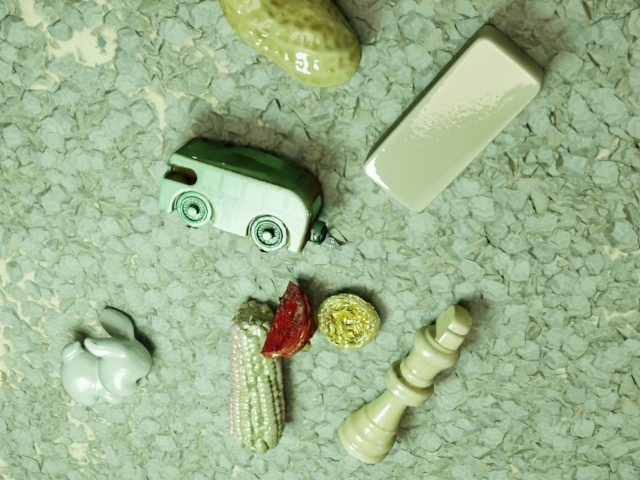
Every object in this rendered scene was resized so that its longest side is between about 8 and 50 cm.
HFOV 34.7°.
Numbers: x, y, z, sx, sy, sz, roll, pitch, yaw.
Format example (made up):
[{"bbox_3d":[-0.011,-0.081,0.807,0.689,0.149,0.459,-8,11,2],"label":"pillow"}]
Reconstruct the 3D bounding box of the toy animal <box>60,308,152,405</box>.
[{"bbox_3d":[-0.462,0.262,2.192,0.193,0.127,0.178,-32,105,31],"label":"toy animal"}]

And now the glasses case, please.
[{"bbox_3d":[0.225,-0.204,1.767,0.144,0.076,0.336,39,121,-8],"label":"glasses case"}]

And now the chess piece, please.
[{"bbox_3d":[0.176,0.278,2.040,0.117,0.117,0.397,30,120,-3],"label":"chess piece"}]

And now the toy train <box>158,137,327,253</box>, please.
[{"bbox_3d":[-0.138,-0.083,1.903,0.327,0.129,0.159,18,117,9],"label":"toy train"}]

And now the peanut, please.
[{"bbox_3d":[-0.063,-0.375,1.721,0.306,0.147,0.147,34,122,0],"label":"peanut"}]

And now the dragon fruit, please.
[{"bbox_3d":[-0.040,0.172,2.022,0.083,0.162,0.106,7,160,29],"label":"dragon fruit"}]

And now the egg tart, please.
[{"bbox_3d":[0.057,0.156,2.036,0.129,0.049,0.128,4,115,9],"label":"egg tart"}]

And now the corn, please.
[{"bbox_3d":[-0.131,0.286,2.126,0.127,0.126,0.335,9,117,10],"label":"corn"}]

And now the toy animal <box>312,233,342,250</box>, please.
[{"bbox_3d":[0.000,0.000,1.972,0.050,0.028,0.084,-39,102,21],"label":"toy animal"}]
